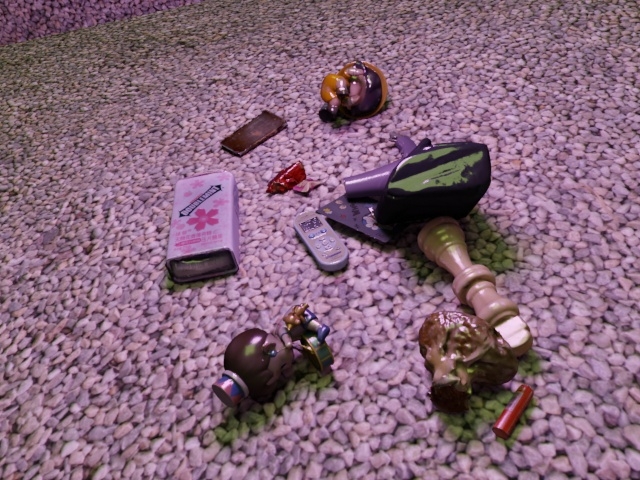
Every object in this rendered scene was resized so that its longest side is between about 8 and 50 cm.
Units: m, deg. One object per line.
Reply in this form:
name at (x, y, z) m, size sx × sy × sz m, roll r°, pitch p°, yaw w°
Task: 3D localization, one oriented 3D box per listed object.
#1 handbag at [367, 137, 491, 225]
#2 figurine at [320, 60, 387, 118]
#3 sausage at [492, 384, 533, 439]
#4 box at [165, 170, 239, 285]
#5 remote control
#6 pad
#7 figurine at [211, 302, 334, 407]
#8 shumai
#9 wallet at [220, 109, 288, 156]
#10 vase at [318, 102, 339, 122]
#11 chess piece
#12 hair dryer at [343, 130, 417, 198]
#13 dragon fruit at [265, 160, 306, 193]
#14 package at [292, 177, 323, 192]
handbag at (0.262, -0.148, 1.558) m, size 0.274 × 0.302 × 0.178 m, roll 0°, pitch 80°, yaw 1°
figurine at (0.104, -0.511, 2.089) m, size 0.167 × 0.192 × 0.256 m, roll 32°, pitch 24°, yaw 34°
sausage at (0.381, 0.329, 1.214) m, size 0.034 × 0.034 × 0.129 m, roll 22°, pitch 51°, yaw 33°
box at (-0.329, -0.045, 1.760) m, size 0.190 × 0.112 × 0.370 m, roll -13°, pitch 40°, yaw 2°
remote control at (0.000, 0.000, 1.674) m, size 0.087 × 0.047 × 0.244 m, roll -26°, pitch 43°, yaw -9°
pad at (0.128, -0.071, 1.719) m, size 0.245 × 0.006 × 0.170 m, roll 26°, pitch 42°, yaw 33°
figurine at (-0.108, 0.255, 1.342) m, size 0.275 × 0.161 × 0.158 m, roll -27°, pitch 79°, yaw -13°
shumai at (0.276, 0.247, 1.242) m, size 0.209 × 0.161 × 0.153 m, roll 32°, pitch 52°, yaw 18°
wallet at (-0.232, -0.371, 2.163) m, size 0.121 × 0.031 × 0.232 m, roll 32°, pitch 60°, yaw 34°
vase at (0.058, -0.500, 2.210) m, size 0.059 × 0.060 × 0.211 m, roll 9°, pitch 45°, yaw 24°
chess piece at (0.354, 0.102, 1.417) m, size 0.117 × 0.117 × 0.397 m, roll -19°, pitch 42°, yaw -7°
hair dryer at (0.222, -0.238, 1.861) m, size 0.300 × 0.121 × 0.361 m, roll -9°, pitch 31°, yaw 8°
dragon fruit at (-0.104, -0.179, 1.910) m, size 0.097 × 0.063 × 0.131 m, roll -17°, pitch 27°, yaw 50°
package at (-0.037, -0.169, 1.887) m, size 0.059 × 0.029 × 0.083 m, roll 19°, pitch 39°, yaw 41°
